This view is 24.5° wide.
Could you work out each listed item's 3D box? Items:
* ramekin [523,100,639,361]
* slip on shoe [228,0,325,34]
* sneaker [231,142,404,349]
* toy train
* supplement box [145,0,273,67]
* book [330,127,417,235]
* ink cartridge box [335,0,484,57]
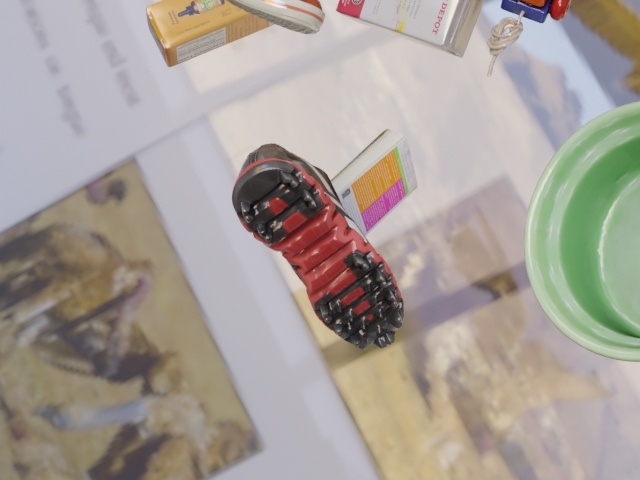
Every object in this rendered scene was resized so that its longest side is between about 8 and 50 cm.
[{"bbox_3d":[0.405,0.000,1.723,0.148,0.303,0.303,19,38,-52],"label":"ramekin"},{"bbox_3d":[-0.116,-0.327,1.560,0.331,0.101,0.123,42,12,25],"label":"slip on shoe"},{"bbox_3d":[0.000,0.000,1.607,0.276,0.097,0.135,51,11,-27],"label":"sneaker"},{"bbox_3d":[0.274,-0.343,1.901,0.105,0.248,0.143,22,-22,13],"label":"toy train"},{"bbox_3d":[-0.140,-0.345,2.206,0.080,0.233,0.078,105,-39,-71],"label":"supplement box"},{"bbox_3d":[0.058,-0.058,1.841,0.035,0.144,0.096,28,-29,40],"label":"book"},{"bbox_3d":[0.139,-0.358,2.153,0.176,0.128,0.127,23,6,19],"label":"ink cartridge box"}]
